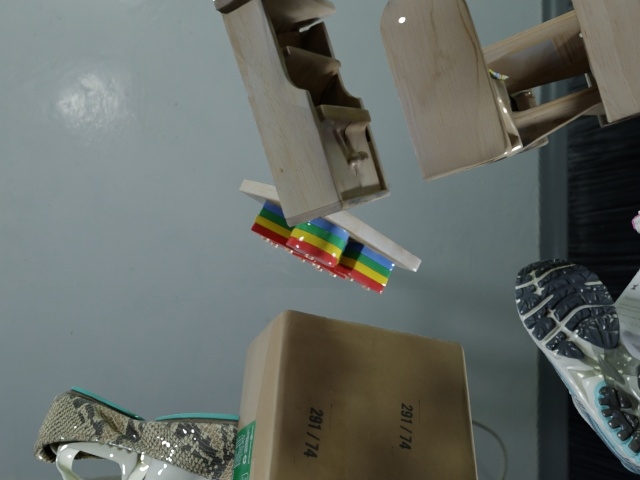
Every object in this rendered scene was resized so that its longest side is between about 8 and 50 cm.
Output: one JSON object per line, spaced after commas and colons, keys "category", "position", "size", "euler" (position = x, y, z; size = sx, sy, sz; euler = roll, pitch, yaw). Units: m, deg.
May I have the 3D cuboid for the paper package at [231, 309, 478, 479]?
{"category": "paper package", "position": [0.043, 0.287, 0.776], "size": [0.309, 0.168, 0.325], "euler": [14, 55, -16]}

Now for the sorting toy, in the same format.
{"category": "sorting toy", "position": [0.000, 0.000, 1.019], "size": [0.255, 0.257, 0.089], "euler": [30, 83, -38]}

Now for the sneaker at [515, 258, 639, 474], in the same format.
{"category": "sneaker", "position": [0.319, 0.150, 0.687], "size": [0.110, 0.122, 0.283], "euler": [-19, 51, 0]}

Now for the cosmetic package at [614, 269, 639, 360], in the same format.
{"category": "cosmetic package", "position": [0.874, 0.116, 1.319], "size": [0.156, 0.217, 0.385], "euler": [44, 78, -19]}

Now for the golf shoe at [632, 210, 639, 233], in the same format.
{"category": "golf shoe", "position": [0.733, -0.028, 1.059], "size": [0.115, 0.306, 0.140], "euler": [-11, 86, -24]}

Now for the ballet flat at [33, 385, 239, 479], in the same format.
{"category": "ballet flat", "position": [-0.297, 0.369, 0.959], "size": [0.164, 0.482, 0.182], "euler": [61, 39, -45]}

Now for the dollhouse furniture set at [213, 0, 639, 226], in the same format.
{"category": "dollhouse furniture set", "position": [0.127, -0.198, 0.579], "size": [0.362, 0.394, 0.257], "euler": [-22, 95, -62]}
